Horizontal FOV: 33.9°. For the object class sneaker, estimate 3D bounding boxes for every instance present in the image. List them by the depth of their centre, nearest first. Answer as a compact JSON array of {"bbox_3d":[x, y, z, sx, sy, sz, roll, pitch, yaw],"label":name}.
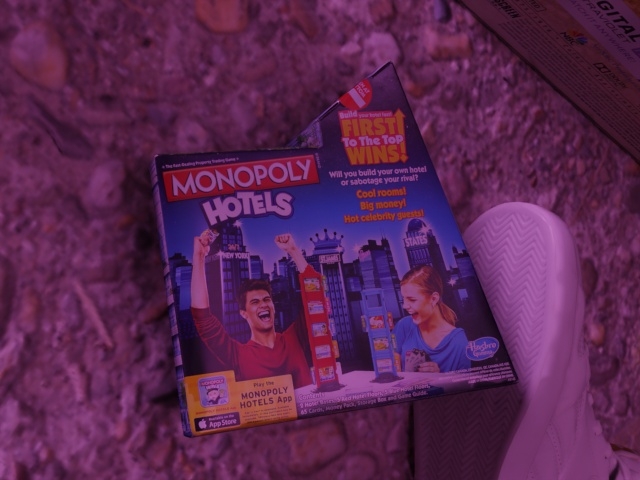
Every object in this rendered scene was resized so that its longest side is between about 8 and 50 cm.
[{"bbox_3d":[0.152,0.122,0.694,0.169,0.108,0.293,2,99,-37],"label":"sneaker"}]

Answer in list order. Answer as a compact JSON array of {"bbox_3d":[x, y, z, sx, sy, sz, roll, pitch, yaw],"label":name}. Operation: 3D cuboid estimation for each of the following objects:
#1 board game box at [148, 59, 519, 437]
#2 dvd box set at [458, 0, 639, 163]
[{"bbox_3d":[0.000,0.000,0.590,0.194,0.060,0.194,-5,80,-24],"label":"board game box"},{"bbox_3d":[0.316,-0.120,0.605,0.307,0.420,0.062,32,73,-31],"label":"dvd box set"}]
